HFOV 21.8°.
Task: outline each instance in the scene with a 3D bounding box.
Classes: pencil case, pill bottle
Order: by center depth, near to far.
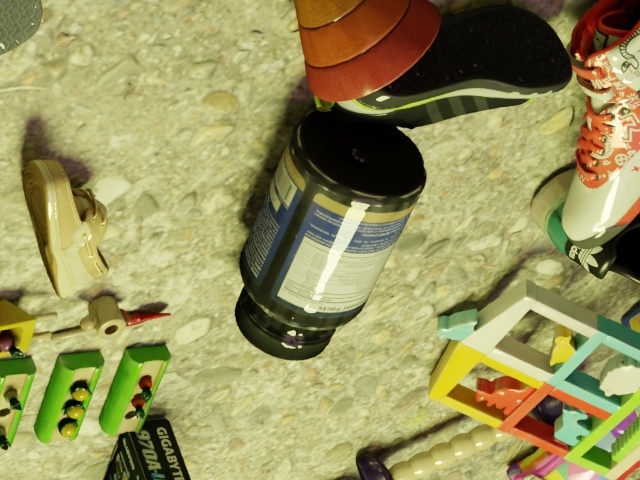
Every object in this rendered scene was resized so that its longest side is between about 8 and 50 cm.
[{"bbox_3d":[0.000,0.000,1.458,0.123,0.122,0.219,-4,137,-31],"label":"pill bottle"},{"bbox_3d":[0.336,0.255,2.014,0.236,0.104,0.104,-40,143,11],"label":"pencil case"}]

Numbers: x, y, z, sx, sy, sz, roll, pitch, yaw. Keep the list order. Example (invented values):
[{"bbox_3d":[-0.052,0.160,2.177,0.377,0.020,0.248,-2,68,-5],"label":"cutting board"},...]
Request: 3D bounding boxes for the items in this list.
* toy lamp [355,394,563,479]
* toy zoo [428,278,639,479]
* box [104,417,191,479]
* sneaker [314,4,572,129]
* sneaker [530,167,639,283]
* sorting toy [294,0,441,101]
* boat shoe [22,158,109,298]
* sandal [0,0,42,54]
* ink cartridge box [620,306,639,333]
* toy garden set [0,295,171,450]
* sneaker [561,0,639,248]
[{"bbox_3d":[0.177,0.226,1.892,0.275,0.080,0.080,-21,143,-6],"label":"toy lamp"},{"bbox_3d":[0.250,0.146,1.778,0.293,0.030,0.192,25,131,-15],"label":"toy zoo"},{"bbox_3d":[-0.162,0.314,1.642,0.051,0.220,0.175,-3,136,-27],"label":"box"},{"bbox_3d":[0.102,-0.143,1.417,0.235,0.084,0.097,-6,163,-28],"label":"sneaker"},{"bbox_3d":[0.361,-0.010,1.690,0.302,0.121,0.108,-6,137,-30],"label":"sneaker"},{"bbox_3d":[0.114,-0.258,1.266,0.366,0.127,0.126,-34,120,8],"label":"sorting toy"},{"bbox_3d":[-0.203,-0.017,1.359,0.059,0.063,0.170,-22,153,-15],"label":"boat shoe"},{"bbox_3d":[-0.316,-0.167,1.116,0.255,0.054,0.097,-4,130,-17],"label":"sandal"},{"bbox_3d":[0.535,0.100,1.871,0.395,0.151,0.270,6,146,-41],"label":"ink cartridge box"},{"bbox_3d":[-0.243,0.127,1.507,0.244,0.049,0.203,-4,137,-31],"label":"toy garden set"},{"bbox_3d":[0.262,-0.121,1.502,0.145,0.090,0.270,20,119,-28],"label":"sneaker"}]
